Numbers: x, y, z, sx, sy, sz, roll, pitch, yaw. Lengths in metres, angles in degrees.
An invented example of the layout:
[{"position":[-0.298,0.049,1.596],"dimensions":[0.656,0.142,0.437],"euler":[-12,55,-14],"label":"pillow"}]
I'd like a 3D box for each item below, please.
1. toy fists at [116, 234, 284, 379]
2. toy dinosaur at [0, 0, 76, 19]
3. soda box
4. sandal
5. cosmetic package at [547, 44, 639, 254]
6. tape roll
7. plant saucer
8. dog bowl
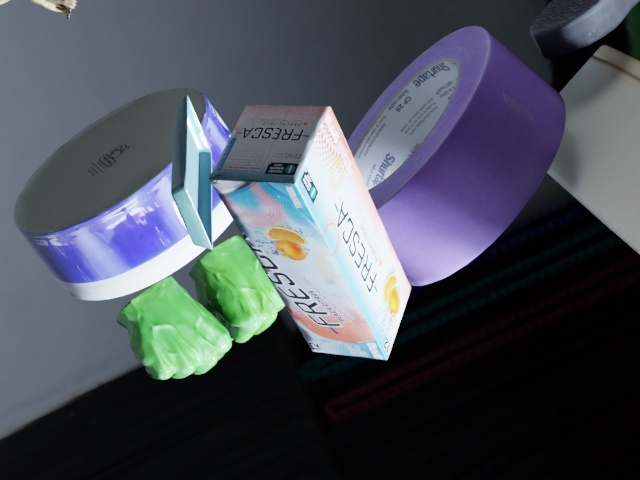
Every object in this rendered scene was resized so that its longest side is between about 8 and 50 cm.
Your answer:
[{"position":[-0.165,0.109,1.535],"dimensions":[0.142,0.279,0.096],"euler":[46,-44,11],"label":"toy fists"},{"position":[-0.324,-0.288,1.171],"dimensions":[0.183,0.093,0.053],"euler":[-163,-94,-69],"label":"toy dinosaur"},{"position":[0.000,0.000,0.644],"dimensions":[0.183,0.058,0.063],"euler":[62,41,-45],"label":"soda box"},{"position":[0.255,-0.215,0.850],"dimensions":[0.097,0.254,0.054],"euler":[-8,-58,56],"label":"sandal"},{"position":[0.273,-0.021,0.726],"dimensions":[0.160,0.113,0.309],"euler":[36,11,-21],"label":"cosmetic package"},{"position":[0.089,-0.064,0.787],"dimensions":[0.080,0.189,0.189],"euler":[36,7,-18],"label":"tape roll"},{"position":[-0.116,-0.065,0.936],"dimensions":[0.192,0.018,0.067],"euler":[-99,171,-59],"label":"plant saucer"},{"position":[-0.217,-0.058,1.199],"dimensions":[0.104,0.265,0.265],"euler":[58,1,-32],"label":"dog bowl"}]
